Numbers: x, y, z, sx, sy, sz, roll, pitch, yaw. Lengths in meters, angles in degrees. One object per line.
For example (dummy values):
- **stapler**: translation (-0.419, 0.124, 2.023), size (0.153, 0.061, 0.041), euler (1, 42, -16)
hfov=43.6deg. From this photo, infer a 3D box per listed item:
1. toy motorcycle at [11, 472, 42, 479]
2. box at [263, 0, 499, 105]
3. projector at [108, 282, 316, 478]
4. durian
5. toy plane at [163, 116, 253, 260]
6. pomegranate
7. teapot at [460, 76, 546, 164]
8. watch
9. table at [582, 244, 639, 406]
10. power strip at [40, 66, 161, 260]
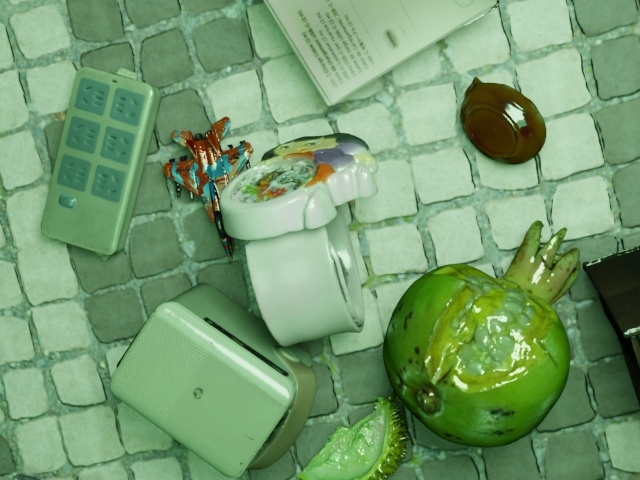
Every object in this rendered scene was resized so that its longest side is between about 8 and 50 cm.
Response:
- **toy motorcycle**: translation (-0.366, 0.398, 1.163), size (0.193, 0.061, 0.124), euler (25, 95, 4)
- **box**: translation (0.061, -0.321, 0.986), size (0.251, 0.106, 0.203), euler (-31, 115, 8)
- **projector**: translation (-0.127, 0.183, 1.054), size (0.242, 0.177, 0.163), euler (34, 101, 4)
- **durian**: translation (0.063, 0.287, 1.094), size (0.215, 0.086, 0.100), euler (-43, 76, 11)
- **toy plane**: translation (-0.142, -0.067, 1.090), size (0.130, 0.061, 0.189), euler (-13, 98, 7)
- **pomegranate**: translation (0.217, 0.110, 1.004), size (0.236, 0.236, 0.302), euler (43, 66, 1)
- **teapot**: translation (0.235, -0.158, 1.031), size (0.129, 0.078, 0.098), euler (42, 140, 14)
- **watch**: translation (0.000, 0.000, 1.020), size (0.196, 0.244, 0.231), euler (-15, 116, 11)
- **table**: translation (0.458, 0.156, 0.921), size (0.196, 0.250, 0.282), euler (-20, 101, 12)
- **power strip**: translation (-0.305, -0.107, 1.113), size (0.118, 0.046, 0.270), euler (17, 98, 5)
